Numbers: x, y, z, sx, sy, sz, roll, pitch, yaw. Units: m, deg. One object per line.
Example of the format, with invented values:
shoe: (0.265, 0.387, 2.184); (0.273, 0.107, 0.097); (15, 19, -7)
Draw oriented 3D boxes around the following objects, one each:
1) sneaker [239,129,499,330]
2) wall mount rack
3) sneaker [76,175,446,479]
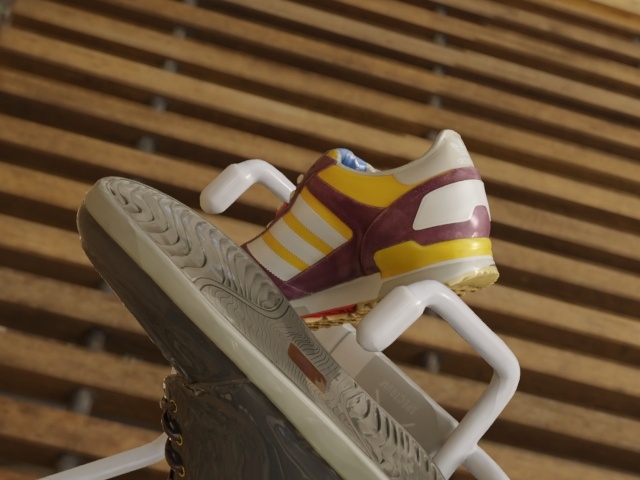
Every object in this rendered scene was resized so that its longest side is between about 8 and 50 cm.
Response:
sneaker: (0.000, 0.000, 0.623); (0.069, 0.185, 0.084); (9, 70, -62)
wall mount rack: (-0.066, 0.119, 0.644); (0.304, 0.130, 0.350); (-51, -147, -1)
sneaker: (-0.053, 0.083, 0.548); (0.118, 0.222, 0.083); (-41, -176, 16)
